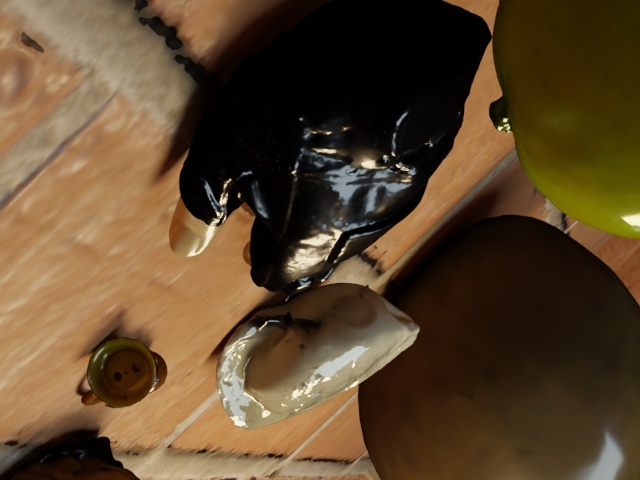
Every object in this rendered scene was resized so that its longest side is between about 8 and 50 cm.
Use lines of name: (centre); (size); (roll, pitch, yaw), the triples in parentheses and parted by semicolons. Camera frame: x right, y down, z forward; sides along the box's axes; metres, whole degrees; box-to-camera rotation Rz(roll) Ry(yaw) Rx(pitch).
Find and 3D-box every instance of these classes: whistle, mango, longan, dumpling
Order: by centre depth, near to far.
mango: (0.196, -0.125, 0.675); (0.149, 0.185, 0.273); (29, 95, -49)
whistle: (-0.132, 0.099, 0.965); (0.057, 0.046, 0.109); (-57, 174, -7)
dumpling: (-0.008, 0.100, 1.213); (0.176, 0.092, 0.150); (-27, 156, -48)
longan: (0.210, 0.172, 1.573); (0.336, 0.404, 0.404); (-5, 161, -4)

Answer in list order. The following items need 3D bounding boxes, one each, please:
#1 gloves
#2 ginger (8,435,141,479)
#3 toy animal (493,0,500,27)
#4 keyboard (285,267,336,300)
gloves: (-0.003, -0.042, 0.776); (0.164, 0.124, 0.203); (-17, 149, -22)
ginger: (-0.196, 0.306, 1.047); (0.269, 0.223, 0.200); (-49, 162, 31)
toy animal: (0.243, -0.198, 0.846); (0.256, 0.195, 0.213); (-38, -172, 49)
keyboard: (0.000, 0.000, 0.952); (0.093, 0.025, 0.230); (-50, -177, -7)
